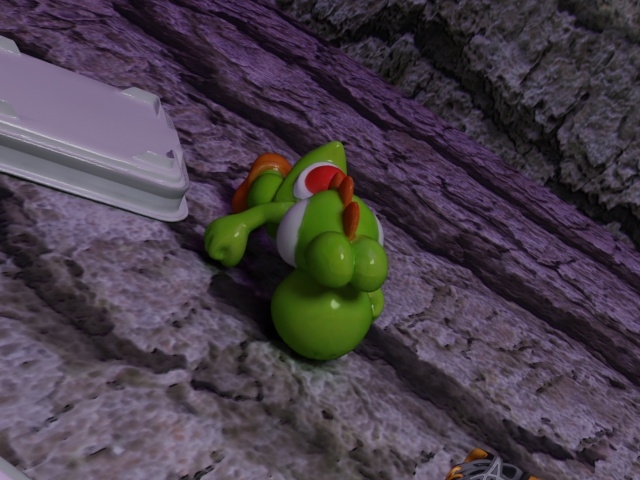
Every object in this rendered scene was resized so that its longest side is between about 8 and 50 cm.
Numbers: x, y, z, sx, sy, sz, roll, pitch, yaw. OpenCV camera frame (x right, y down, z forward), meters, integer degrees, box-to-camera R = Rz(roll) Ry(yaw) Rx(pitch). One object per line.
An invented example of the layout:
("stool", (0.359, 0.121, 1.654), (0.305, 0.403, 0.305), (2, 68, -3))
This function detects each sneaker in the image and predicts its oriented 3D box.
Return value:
("sneaker", (0.141, 0.253, 0.848), (0.083, 0.084, 0.215), (36, 15, 22))

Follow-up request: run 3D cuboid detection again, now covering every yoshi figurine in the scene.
("yoshi figurine", (-0.017, 0.022, 1.077), (0.203, 0.203, 0.362), (65, -3, -19))

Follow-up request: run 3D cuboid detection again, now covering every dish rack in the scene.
("dish rack", (-0.320, -0.157, 1.153), (0.332, 0.072, 0.285), (19, 25, -27))

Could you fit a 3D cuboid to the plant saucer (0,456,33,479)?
("plant saucer", (-0.226, 0.223, 0.274), (0.400, 0.100, 0.400), (22, 37, -18))
